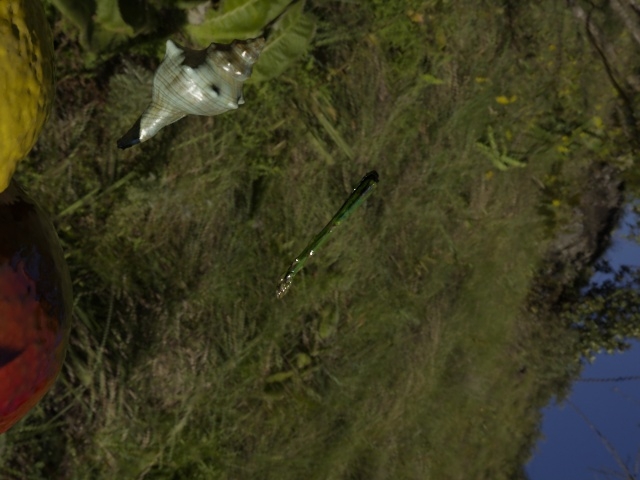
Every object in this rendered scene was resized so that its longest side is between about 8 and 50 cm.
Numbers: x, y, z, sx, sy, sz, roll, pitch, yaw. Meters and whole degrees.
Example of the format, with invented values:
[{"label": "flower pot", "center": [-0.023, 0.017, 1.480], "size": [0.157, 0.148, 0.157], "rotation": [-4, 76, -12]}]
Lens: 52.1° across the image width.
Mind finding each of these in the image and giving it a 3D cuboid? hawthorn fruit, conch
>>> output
[{"label": "hawthorn fruit", "center": [-0.466, 0.051, 0.741], "size": [0.403, 0.402, 0.403], "rotation": [-37, -175, 4]}, {"label": "conch", "center": [-0.178, -0.222, 0.908], "size": [0.234, 0.114, 0.137], "rotation": [-13, -166, 30]}]

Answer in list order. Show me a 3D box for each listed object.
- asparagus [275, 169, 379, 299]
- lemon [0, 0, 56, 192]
[{"label": "asparagus", "center": [0.000, 0.000, 0.809], "size": [0.022, 0.023, 0.233], "rotation": [-25, 159, -54]}, {"label": "lemon", "center": [-0.309, -0.121, 0.431], "size": [0.288, 0.233, 0.233], "rotation": [-34, -179, -44]}]
